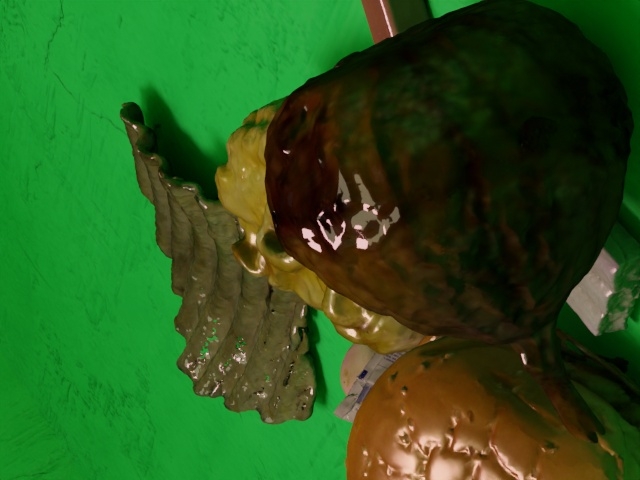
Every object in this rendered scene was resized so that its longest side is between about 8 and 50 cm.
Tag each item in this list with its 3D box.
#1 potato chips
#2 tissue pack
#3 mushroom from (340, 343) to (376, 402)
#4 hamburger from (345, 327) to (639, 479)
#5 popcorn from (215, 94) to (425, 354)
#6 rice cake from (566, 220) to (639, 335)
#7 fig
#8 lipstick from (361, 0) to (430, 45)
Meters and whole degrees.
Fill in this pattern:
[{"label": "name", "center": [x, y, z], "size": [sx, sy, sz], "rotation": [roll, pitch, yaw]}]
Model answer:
[{"label": "potato chips", "center": [-0.141, 0.035, 2.428], "size": [0.373, 0.097, 0.389], "rotation": [40, 150, 45]}, {"label": "tissue pack", "center": [0.095, 0.150, 2.013], "size": [0.026, 0.122, 0.193], "rotation": [39, 170, -30]}, {"label": "mushroom", "center": [0.061, 0.142, 2.148], "size": [0.083, 0.067, 0.083], "rotation": [-13, 74, 52]}, {"label": "hamburger", "center": [0.161, 0.209, 1.735], "size": [0.319, 0.158, 0.318], "rotation": [11, 108, 35]}, {"label": "popcorn", "center": [0.020, -0.038, 1.860], "size": [0.286, 0.174, 0.225], "rotation": [39, 145, 47]}, {"label": "rice cake", "center": [0.182, -0.028, 1.675], "size": [0.237, 0.043, 0.127], "rotation": [50, 156, 25]}, {"label": "fig", "center": [0.139, -0.001, 1.521], "size": [0.368, 0.286, 0.286], "rotation": [56, 160, -11]}, {"label": "lipstick", "center": [0.078, -0.161, 1.738], "size": [0.045, 0.045, 0.145], "rotation": [27, 140, 57]}]
